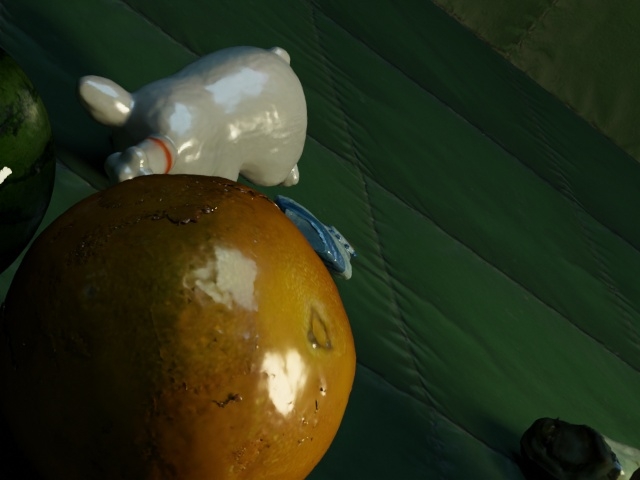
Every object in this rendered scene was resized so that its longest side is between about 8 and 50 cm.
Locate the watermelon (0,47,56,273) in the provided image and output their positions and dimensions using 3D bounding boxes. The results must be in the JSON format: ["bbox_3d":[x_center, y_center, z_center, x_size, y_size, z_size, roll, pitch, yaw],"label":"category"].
[{"bbox_3d":[-0.264,-0.046,1.256,0.188,0.188,0.214,39,14,-13],"label":"watermelon"}]

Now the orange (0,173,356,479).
[{"bbox_3d":[-0.096,0.075,1.281,0.240,0.240,0.240,38,19,-15],"label":"orange"}]

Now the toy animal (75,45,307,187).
[{"bbox_3d":[-0.129,-0.088,1.761,0.140,0.138,0.282,40,40,19],"label":"toy animal"}]

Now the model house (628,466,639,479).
[{"bbox_3d":[0.425,0.327,1.539,0.445,0.400,0.395,45,15,3],"label":"model house"}]

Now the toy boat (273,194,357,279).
[{"bbox_3d":[0.004,0.006,1.977,0.105,0.034,0.149,51,7,32],"label":"toy boat"}]

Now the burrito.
[{"bbox_3d":[0.315,0.249,1.935,0.229,0.089,0.144,28,-1,-35],"label":"burrito"}]
